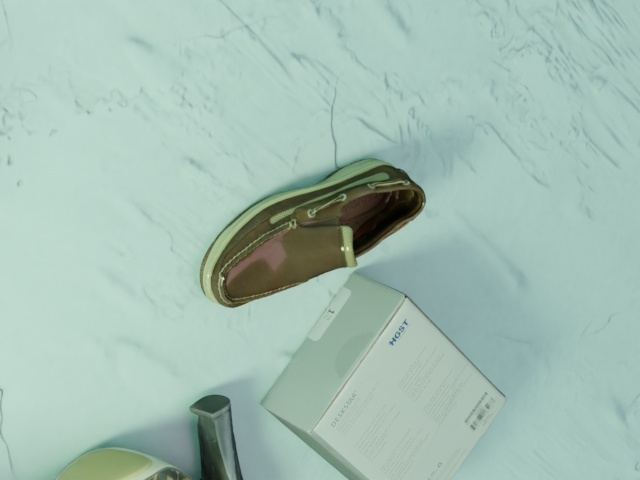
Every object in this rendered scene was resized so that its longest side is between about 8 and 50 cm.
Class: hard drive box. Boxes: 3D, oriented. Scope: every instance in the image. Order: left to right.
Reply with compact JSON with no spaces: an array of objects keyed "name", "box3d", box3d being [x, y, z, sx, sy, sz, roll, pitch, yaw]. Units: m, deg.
[{"name":"hard drive box","box3d":[0.073,0.174,2.068,0.181,0.089,0.232,-54,133,-11]}]

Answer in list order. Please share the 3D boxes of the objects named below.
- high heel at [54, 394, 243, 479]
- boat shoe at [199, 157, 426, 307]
[{"name":"high heel","box3d":[-0.173,0.288,1.901,0.261,0.093,0.186,-27,122,-36]},{"name":"boat shoe","box3d":[-0.002,-0.007,1.925,0.257,0.095,0.095,-33,126,-26]}]
